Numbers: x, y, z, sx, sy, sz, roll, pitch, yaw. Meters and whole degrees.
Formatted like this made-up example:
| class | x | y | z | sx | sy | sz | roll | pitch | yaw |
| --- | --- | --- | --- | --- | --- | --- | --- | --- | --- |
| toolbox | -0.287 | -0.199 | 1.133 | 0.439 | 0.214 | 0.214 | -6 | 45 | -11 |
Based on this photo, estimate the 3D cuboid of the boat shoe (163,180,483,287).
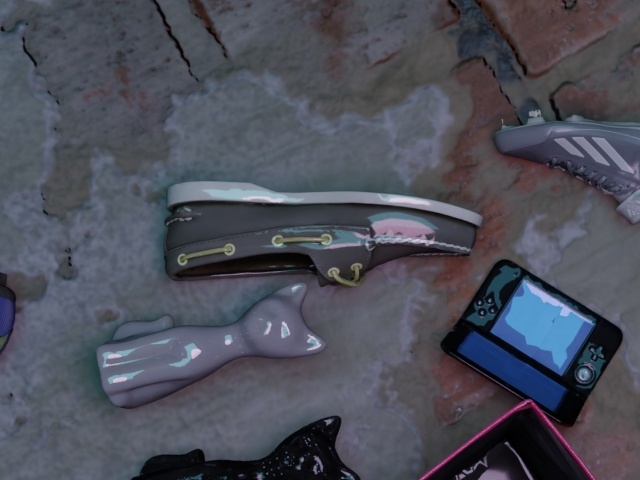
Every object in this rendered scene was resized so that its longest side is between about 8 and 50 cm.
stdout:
| class | x | y | z | sx | sy | sz | roll | pitch | yaw |
| --- | --- | --- | --- | --- | --- | --- | --- | --- | --- |
| boat shoe | 0.001 | 0.001 | 1.779 | 0.305 | 0.109 | 0.091 | 3 | 78 | 8 |

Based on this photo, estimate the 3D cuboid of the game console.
| class | x | y | z | sx | sy | sz | roll | pitch | yaw |
| --- | --- | --- | --- | --- | --- | --- | --- | --- | --- |
| game console | 0.201 | 0.094 | 1.764 | 0.144 | 0.085 | 0.124 | 32 | 80 | 7 |

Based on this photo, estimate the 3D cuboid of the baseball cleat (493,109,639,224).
| class | x | y | z | sx | sy | sz | roll | pitch | yaw |
| --- | --- | --- | --- | --- | --- | --- | --- | --- | --- |
| baseball cleat | 0.271 | -0.070 | 1.808 | 0.206 | 0.072 | 0.109 | -1 | 84 | 4 |

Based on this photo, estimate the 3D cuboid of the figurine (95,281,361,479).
| class | x | y | z | sx | sy | sz | roll | pitch | yaw |
| --- | --- | --- | --- | --- | --- | --- | --- | --- | --- |
| figurine | -0.084 | 0.155 | 1.734 | 0.209 | 0.092 | 0.214 | -15 | 77 | 9 |

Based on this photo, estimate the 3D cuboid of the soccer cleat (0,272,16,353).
| class | x | y | z | sx | sy | sz | roll | pitch | yaw |
| --- | --- | --- | --- | --- | --- | --- | --- | --- | --- |
| soccer cleat | -0.434 | 0.057 | 1.779 | 0.289 | 0.093 | 0.121 | 13 | 85 | 4 |

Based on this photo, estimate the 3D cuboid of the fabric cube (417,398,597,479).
| class | x | y | z | sx | sy | sz | roll | pitch | yaw |
| --- | --- | --- | --- | --- | --- | --- | --- | --- | --- |
| fabric cube | 0.150 | 0.324 | 1.626 | 0.254 | 0.258 | 0.259 | -37 | 79 | -8 |
